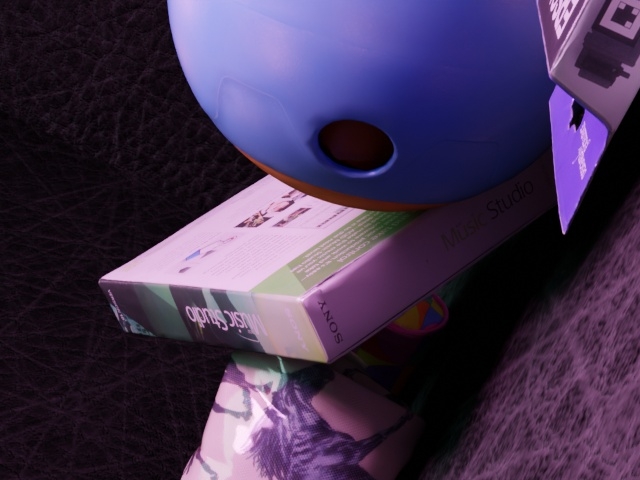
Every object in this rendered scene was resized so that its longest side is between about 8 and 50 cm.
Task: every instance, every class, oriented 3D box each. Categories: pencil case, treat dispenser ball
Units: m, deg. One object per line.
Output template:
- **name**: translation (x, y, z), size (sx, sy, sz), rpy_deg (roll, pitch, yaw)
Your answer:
- **pencil case**: translation (0.021, 0.127, 1.458), size (0.236, 0.104, 0.104), rpy_deg (-59, 6, 33)
- **treat dispenser ball**: translation (0.046, -0.161, 1.086), size (0.288, 0.288, 0.288), rpy_deg (-63, 4, 8)
- **pencil case**: translation (-0.065, 0.259, 1.257), size (0.410, 0.160, 0.183), rpy_deg (-64, 6, -7)

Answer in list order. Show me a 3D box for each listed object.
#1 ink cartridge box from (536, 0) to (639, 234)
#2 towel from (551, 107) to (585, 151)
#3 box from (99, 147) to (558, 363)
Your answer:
- **ink cartridge box**: translation (0.134, -0.130, 0.746), size (0.206, 0.045, 0.208), rpy_deg (-74, 9, -70)
- **towel**: translation (0.151, -0.201, 1.297), size (0.248, 0.038, 0.325), rpy_deg (131, 137, -72)
- **box**: translation (0.000, 0.000, 1.264), size (0.232, 0.058, 0.322), rpy_deg (-33, 16, -26)
